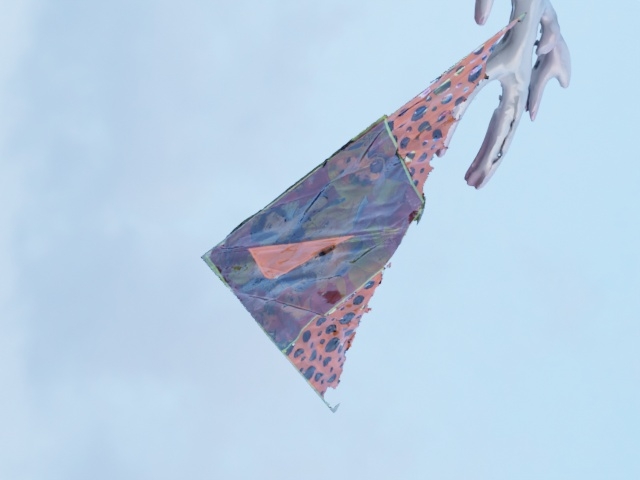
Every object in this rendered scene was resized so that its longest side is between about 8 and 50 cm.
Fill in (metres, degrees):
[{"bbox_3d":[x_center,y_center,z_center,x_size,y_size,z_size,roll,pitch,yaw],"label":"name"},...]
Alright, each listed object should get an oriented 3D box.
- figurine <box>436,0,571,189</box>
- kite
[{"bbox_3d":[0.223,-0.158,0.828,0.206,0.316,0.284,23,-60,40],"label":"figurine"},{"bbox_3d":[-0.001,-0.001,0.681,0.008,0.125,0.222,45,-53,32],"label":"kite"}]
